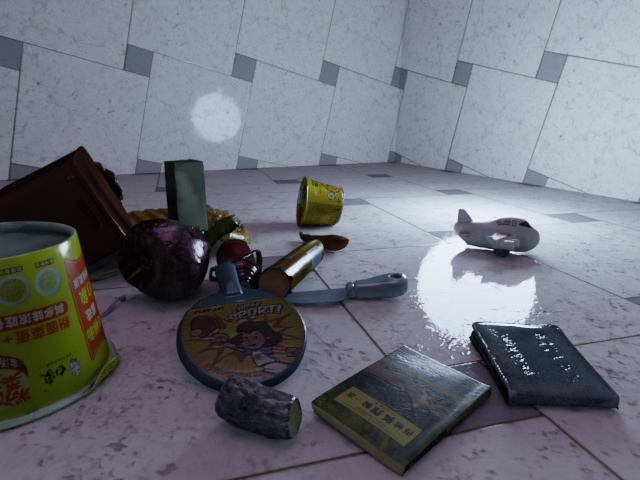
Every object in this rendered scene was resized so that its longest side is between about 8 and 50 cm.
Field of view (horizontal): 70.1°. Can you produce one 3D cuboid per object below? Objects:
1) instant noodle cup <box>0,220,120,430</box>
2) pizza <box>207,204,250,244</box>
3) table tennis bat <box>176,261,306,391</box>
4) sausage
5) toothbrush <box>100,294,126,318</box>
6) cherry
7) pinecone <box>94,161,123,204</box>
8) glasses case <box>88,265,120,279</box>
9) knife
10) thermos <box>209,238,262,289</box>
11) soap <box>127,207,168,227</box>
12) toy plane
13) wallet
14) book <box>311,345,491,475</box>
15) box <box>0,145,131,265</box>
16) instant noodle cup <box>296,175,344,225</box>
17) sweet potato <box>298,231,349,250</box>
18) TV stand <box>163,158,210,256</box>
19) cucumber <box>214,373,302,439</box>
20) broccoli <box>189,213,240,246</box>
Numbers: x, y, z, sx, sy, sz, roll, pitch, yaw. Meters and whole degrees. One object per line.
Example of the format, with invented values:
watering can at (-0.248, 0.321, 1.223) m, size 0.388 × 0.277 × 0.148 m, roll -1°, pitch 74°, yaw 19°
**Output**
instant noodle cup at (-0.475, 0.104, 0.681) m, size 0.310 × 0.222 × 0.311 m, roll 1°, pitch 17°, yaw 0°
pizza at (-0.291, -0.050, 1.371) m, size 0.197 × 0.058 × 0.292 m, roll 34°, pitch 3°, yaw -6°
table tennis bat at (-0.145, 0.138, 0.804) m, size 0.214 × 0.044 × 0.329 m, roll -6°, pitch 31°, yaw -17°
sausage at (-0.049, 0.055, 1.115) m, size 0.082 × 0.082 × 0.371 m, roll 5°, pitch 12°, yaw 13°
toothbrush at (-0.434, 0.141, 0.932) m, size 0.011 × 0.013 × 0.131 m, roll -7°, pitch 16°, yaw 10°
cherry at (-0.337, 0.041, 1.003) m, size 0.194 × 0.195 × 0.195 m, roll 1°, pitch 16°, yaw 0°
pinecone at (-0.764, -0.128, 1.464) m, size 0.246 × 0.247 × 0.292 m, roll -4°, pitch 28°, yaw -16°
glasses case at (-0.533, 0.079, 1.123) m, size 0.032 × 0.021 × 0.083 m, roll 11°, pitch 19°, yaw 29°
knife at (0.036, 0.118, 1.014) m, size 0.330 × 0.044 × 0.080 m, roll -7°, pitch 20°, yaw -9°
thermos at (-0.191, 0.070, 1.042) m, size 0.124 × 0.099 × 0.232 m, roll 1°, pitch 15°, yaw -14°
soap at (-0.515, -0.034, 1.402) m, size 0.173 × 0.089 × 0.274 m, roll -12°, pitch 20°, yaw -31°
toy plane at (0.539, -0.026, 1.406) m, size 0.251 × 0.118 × 0.252 m, roll 3°, pitch 18°, yaw -1°
wallet at (0.351, 0.197, 0.752) m, size 0.167 × 0.036 × 0.222 m, roll 2°, pitch 16°, yaw 3°
book at (0.120, 0.227, 0.653) m, size 0.228 × 0.024 × 0.160 m, roll -13°, pitch 24°, yaw -43°
box at (-0.646, -0.070, 1.151) m, size 0.229 × 0.240 × 0.339 m, roll -30°, pitch 26°, yaw -14°
instant noodle cup at (-0.002, -0.133, 1.662) m, size 0.144 × 0.183 × 0.182 m, roll 7°, pitch 14°, yaw -14°
sweet potato at (0.000, 0.000, 1.401) m, size 0.214 × 0.050 × 0.050 m, roll 8°, pitch 16°, yaw 43°
TV stand at (-0.365, -0.083, 1.252) m, size 0.088 × 0.270 × 0.082 m, roll -11°, pitch 20°, yaw -36°
cucumber at (-0.079, 0.220, 0.596) m, size 0.111 × 0.064 × 0.064 m, roll 12°, pitch 19°, yaw 23°
broccoli at (-0.287, -0.009, 1.162) m, size 0.204 × 0.118 × 0.122 m, roll -29°, pitch -30°, yaw 22°
